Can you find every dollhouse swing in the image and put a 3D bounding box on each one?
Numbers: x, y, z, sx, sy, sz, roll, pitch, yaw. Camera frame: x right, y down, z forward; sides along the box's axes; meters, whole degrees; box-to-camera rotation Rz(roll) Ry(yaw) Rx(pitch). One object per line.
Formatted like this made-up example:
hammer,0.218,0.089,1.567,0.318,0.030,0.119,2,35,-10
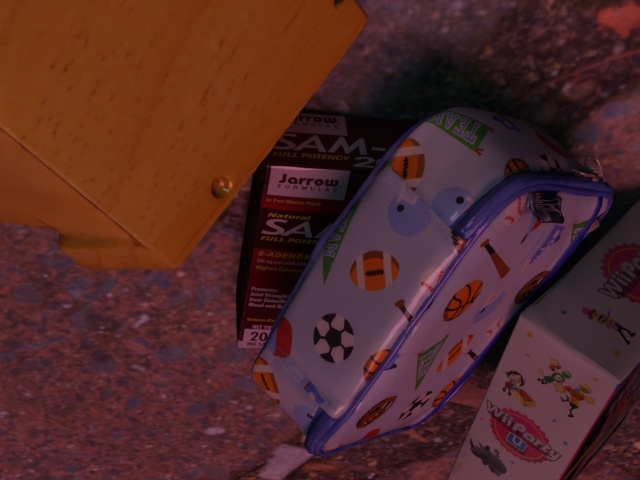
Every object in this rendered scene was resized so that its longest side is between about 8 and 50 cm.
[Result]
dollhouse swing,-0.225,-0.182,0.668,0.315,0.305,0.347,-53,129,-9

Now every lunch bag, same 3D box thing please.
lunch bag,0.099,0.033,0.798,0.243,0.115,0.303,3,130,-54

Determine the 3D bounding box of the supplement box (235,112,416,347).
supplement box,0.000,0.000,0.873,0.130,0.073,0.239,3,137,-9

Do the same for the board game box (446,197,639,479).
board game box,0.243,0.126,0.925,0.097,0.224,0.303,36,143,23
